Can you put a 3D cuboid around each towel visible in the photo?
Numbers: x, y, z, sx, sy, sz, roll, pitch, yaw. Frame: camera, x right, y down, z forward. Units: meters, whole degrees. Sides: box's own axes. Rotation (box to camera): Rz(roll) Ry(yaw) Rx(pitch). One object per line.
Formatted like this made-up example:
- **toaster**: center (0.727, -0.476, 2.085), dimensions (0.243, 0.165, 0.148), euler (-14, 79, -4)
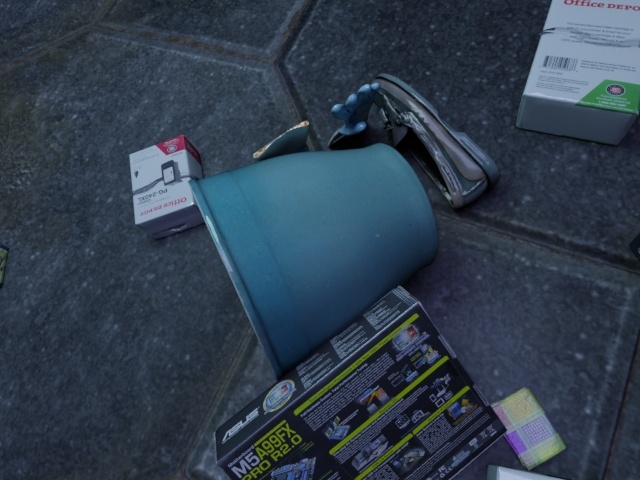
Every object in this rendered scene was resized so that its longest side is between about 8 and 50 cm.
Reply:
- **towel**: center (0.255, 0.231, 0.583), dimensions (0.060, 0.009, 0.083), euler (-30, 64, -1)

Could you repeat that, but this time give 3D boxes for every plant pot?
- **plant pot**: center (0.000, 0.000, 0.620), dimensions (0.255, 0.272, 0.272), euler (-25, 63, -12)

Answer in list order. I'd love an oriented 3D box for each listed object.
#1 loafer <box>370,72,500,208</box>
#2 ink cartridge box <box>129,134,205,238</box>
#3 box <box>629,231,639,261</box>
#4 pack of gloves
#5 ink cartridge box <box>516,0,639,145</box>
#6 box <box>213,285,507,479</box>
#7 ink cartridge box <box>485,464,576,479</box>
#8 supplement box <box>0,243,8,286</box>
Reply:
- **loafer**: center (0.154, -0.160, 0.733), dimensions (0.084, 0.096, 0.267), euler (-42, 66, 1)
- **ink cartridge box**: center (-0.264, -0.093, 0.821), dimensions (0.109, 0.063, 0.151), euler (-19, 64, 5)
- **box**: center (0.587, 0.065, 0.479), dimensions (0.343, 0.179, 0.313), euler (-15, 63, 7)
- **pack of gloves**: center (0.008, -0.141, 0.700), dimensions (0.195, 0.232, 0.046), euler (-35, 89, 0)
- **ink cartridge box**: center (0.406, -0.267, 0.716), dimensions (0.153, 0.087, 0.209), euler (17, 73, 20)
- **box**: center (0.052, 0.219, 0.539), dimensions (0.270, 0.060, 0.216), euler (-38, 107, -4)
- **ink cartridge box**: center (0.266, 0.289, 0.489), dimensions (0.175, 0.127, 0.072), euler (5, 67, 16)
- **supplement box**: center (-0.631, 0.047, 0.855), dimensions (0.083, 0.056, 0.083), euler (-12, 65, 9)
